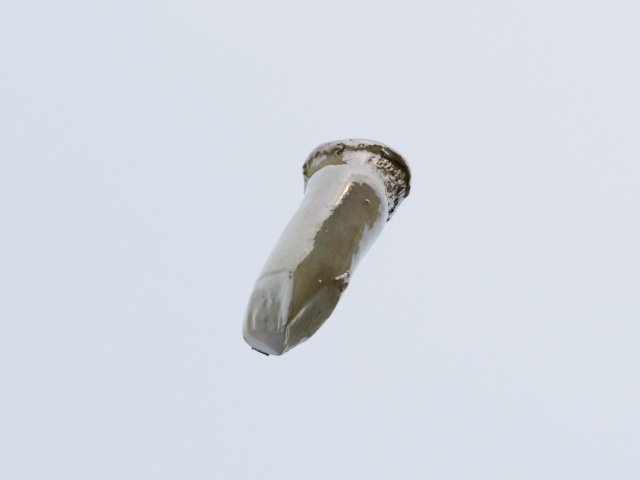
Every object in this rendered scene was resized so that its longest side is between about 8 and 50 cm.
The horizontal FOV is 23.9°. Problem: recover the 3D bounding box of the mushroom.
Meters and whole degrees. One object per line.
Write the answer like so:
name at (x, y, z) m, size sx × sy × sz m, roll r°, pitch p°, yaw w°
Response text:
mushroom at (0.000, 0.000, 1.086) m, size 0.209 × 0.084 × 0.071 m, roll -60°, pitch -16°, yaw -48°
